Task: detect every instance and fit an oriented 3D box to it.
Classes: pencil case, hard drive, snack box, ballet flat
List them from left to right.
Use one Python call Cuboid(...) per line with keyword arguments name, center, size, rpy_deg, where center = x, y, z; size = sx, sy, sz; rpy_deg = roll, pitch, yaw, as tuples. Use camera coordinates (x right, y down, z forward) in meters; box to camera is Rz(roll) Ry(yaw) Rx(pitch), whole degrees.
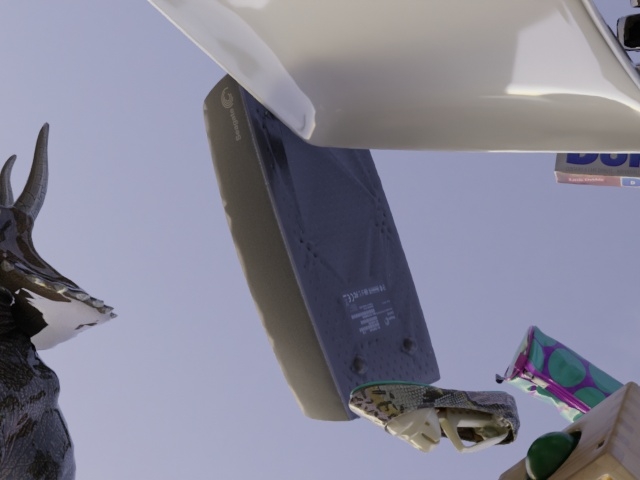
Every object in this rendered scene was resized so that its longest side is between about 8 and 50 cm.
Cuboid(name="hard drive", center=(0.000, 0.000, 1.059), size=(0.054, 0.172, 0.255), rpy_deg=(-20, -94, 29))
Cuboid(name="ballet flat", center=(0.071, 0.106, 0.852), size=(0.041, 0.114, 0.041), rpy_deg=(-21, -115, 58))
Cuboid(name="pencil case", center=(0.247, 0.147, 1.385), size=(0.151, 0.070, 0.064), rpy_deg=(33, -63, -1))
Cuboid(name="snack box", center=(0.258, -0.067, 1.023), size=(0.178, 0.022, 0.064), rpy_deg=(4, -112, 15))

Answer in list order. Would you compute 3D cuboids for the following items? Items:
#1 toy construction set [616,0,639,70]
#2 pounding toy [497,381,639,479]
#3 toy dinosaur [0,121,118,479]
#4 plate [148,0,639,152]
Cuboid(name="toy construction set", center=(0.321, -0.162, 0.812), size=(0.257, 0.237, 0.309), rpy_deg=(19, -84, 1))
Cuboid(name="pounding toy", center=(0.140, 0.160, 0.778), size=(0.141, 0.100, 0.130), rpy_deg=(44, -56, -3))
Cuboid(name="toy dinosaur", center=(-0.161, 0.118, 0.645), size=(0.121, 0.160, 0.314), rpy_deg=(20, -65, 37))
Cuboid(name="plate", center=(0.048, -0.129, 0.857), size=(0.278, 0.277, 0.045), rpy_deg=(3, -112, 32))
